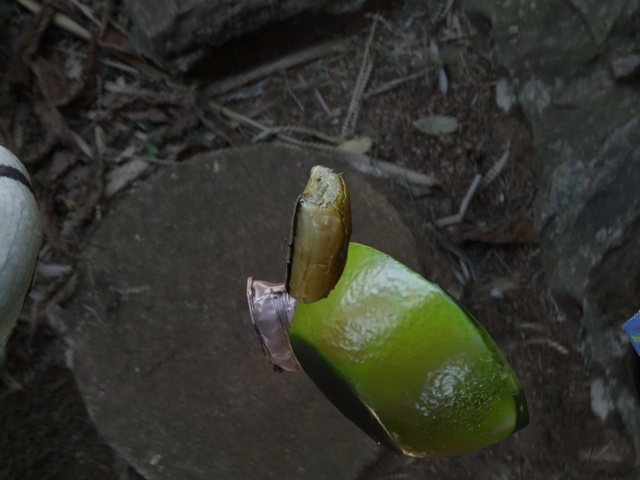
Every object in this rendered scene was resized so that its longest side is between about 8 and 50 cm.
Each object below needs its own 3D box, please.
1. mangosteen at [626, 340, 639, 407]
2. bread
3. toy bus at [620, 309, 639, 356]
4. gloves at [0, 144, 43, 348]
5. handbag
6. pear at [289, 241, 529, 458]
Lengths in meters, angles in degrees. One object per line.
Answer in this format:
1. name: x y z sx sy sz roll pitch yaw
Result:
1. mangosteen: 0.555 0.170 1.331 0.300 0.300 0.300 -4 70 11
2. bread: 0.000 0.000 0.839 0.053 0.106 0.072 12 37 8
3. toy bus: 0.392 0.070 1.066 0.153 0.051 0.061 -30 80 27
4. gloves: -0.195 0.009 0.524 0.218 0.131 0.140 33 103 46
5. handbag: -0.052 0.150 1.879 0.116 0.205 0.179 -17 37 5
6. pear: 0.099 0.192 1.517 0.399 0.399 0.165 40 71 22
